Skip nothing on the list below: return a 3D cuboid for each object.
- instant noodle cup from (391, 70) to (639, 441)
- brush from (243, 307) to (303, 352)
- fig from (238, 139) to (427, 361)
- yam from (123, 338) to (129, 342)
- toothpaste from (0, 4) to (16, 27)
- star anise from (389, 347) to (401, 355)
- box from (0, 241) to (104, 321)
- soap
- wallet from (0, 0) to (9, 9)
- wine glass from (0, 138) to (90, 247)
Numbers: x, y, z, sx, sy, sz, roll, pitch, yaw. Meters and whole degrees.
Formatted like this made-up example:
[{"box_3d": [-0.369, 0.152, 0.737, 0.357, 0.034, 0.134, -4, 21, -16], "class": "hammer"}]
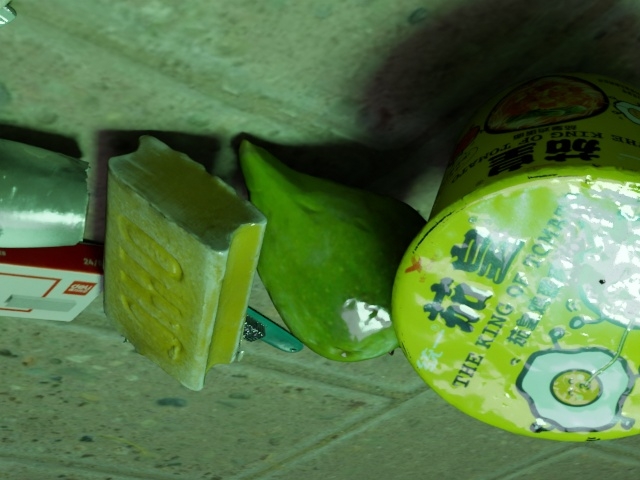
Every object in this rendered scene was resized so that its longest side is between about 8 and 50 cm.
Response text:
[{"box_3d": [0.243, -0.001, 1.000, 0.325, 0.254, 0.326, 6, 127, 8], "class": "instant noodle cup"}, {"box_3d": [-0.082, 0.135, 1.444, 0.043, 0.032, 0.193, -23, 144, 23], "class": "brush"}, {"box_3d": [0.000, 0.000, 1.104, 0.206, 0.206, 0.275, -28, 118, 30], "class": "fig"}, {"box_3d": [-0.231, 0.147, 1.452, 0.107, 0.014, 0.014, 12, 144, -28], "class": "yam"}, {"box_3d": [-0.354, -0.166, 0.898, 0.197, 0.035, 0.057, -29, 133, 24], "class": "toothpaste"}, {"box_3d": [0.153, 0.096, 1.293, 0.346, 0.148, 0.237, 24, 133, 1], "class": "star anise"}, {"box_3d": [-0.367, 0.041, 1.180, 0.229, 0.050, 0.123, 10, 142, -42], "class": "box"}, {"box_3d": [-0.157, 0.031, 1.112, 0.089, 0.173, 0.274, -40, 159, -35], "class": "soap"}, {"box_3d": [-0.393, -0.237, 0.756, 0.274, 0.068, 0.335, -33, 134, 30], "class": "wallet"}, {"box_3d": [-0.337, -0.049, 1.017, 0.204, 0.111, 0.111, 6, 146, -18], "class": "wine glass"}]
